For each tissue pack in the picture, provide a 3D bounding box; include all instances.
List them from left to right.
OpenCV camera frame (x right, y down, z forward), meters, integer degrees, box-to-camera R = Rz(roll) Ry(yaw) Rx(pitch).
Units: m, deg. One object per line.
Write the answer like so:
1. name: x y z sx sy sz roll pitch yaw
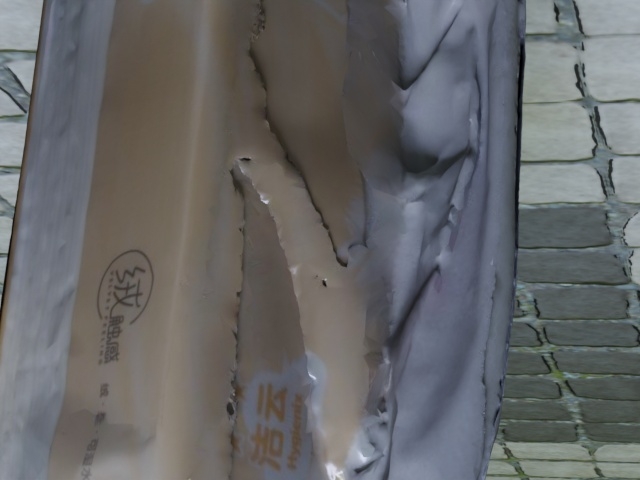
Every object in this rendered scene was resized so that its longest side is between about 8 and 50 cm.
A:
1. tissue pack: 0.000 0.000 0.819 0.239 0.305 0.238 5 161 2
